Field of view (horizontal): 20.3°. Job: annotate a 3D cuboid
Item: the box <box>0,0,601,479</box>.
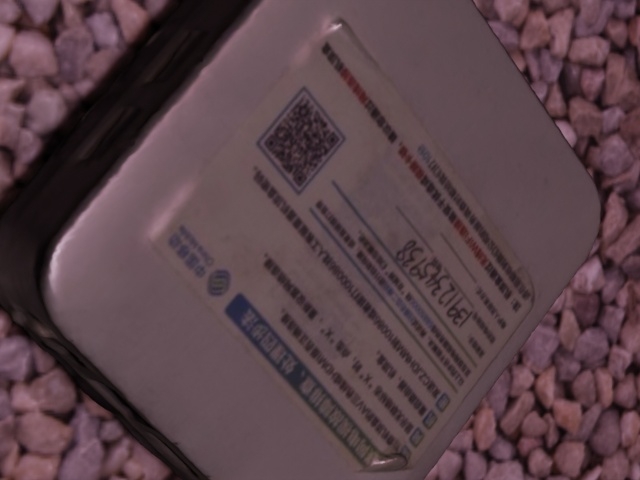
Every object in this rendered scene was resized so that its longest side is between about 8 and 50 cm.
[{"bbox_3d":[-0.001,-0.001,1.311,0.396,0.111,0.396,-51,126,-17],"label":"box"}]
